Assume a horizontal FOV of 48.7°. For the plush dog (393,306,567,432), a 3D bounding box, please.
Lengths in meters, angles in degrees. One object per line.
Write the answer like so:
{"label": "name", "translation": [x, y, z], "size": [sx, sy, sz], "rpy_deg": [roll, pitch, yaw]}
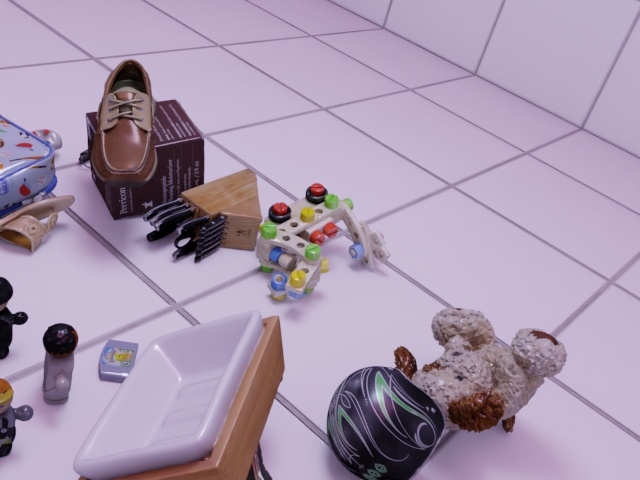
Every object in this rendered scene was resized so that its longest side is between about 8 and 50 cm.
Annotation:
{"label": "plush dog", "translation": [0.245, 0.241, 1.176], "size": [0.225, 0.211, 0.262], "rpy_deg": [-8, 14, -34]}

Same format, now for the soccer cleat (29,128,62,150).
{"label": "soccer cleat", "translation": [-0.670, -0.215, 1.557], "size": [0.196, 0.068, 0.076], "rpy_deg": [1, -9, -3]}

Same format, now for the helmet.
{"label": "helmet", "translation": [0.088, 0.277, 1.073], "size": [0.161, 0.169, 0.169], "rpy_deg": [40, 35, 4]}

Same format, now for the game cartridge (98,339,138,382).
{"label": "game cartridge", "translation": [-0.327, 0.192, 1.138], "size": [0.056, 0.017, 0.083], "rpy_deg": [7, 33, -10]}

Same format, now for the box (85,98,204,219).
{"label": "box", "translation": [-0.369, -0.175, 1.499], "size": [0.203, 0.169, 0.167], "rpy_deg": [-16, 47, -26]}

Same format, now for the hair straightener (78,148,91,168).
{"label": "hair straightener", "translation": [-0.481, -0.223, 1.663], "size": [0.089, 0.047, 0.230], "rpy_deg": [23, 33, 9]}

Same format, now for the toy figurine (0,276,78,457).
{"label": "toy figurine", "translation": [-0.459, 0.170, 0.985], "size": [0.209, 0.148, 0.213], "rpy_deg": [26, 33, 14]}

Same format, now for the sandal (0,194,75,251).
{"label": "sandal", "translation": [-0.558, -0.010, 1.303], "size": [0.240, 0.088, 0.079], "rpy_deg": [-20, 79, -35]}

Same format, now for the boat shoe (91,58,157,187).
{"label": "boat shoe", "translation": [-0.374, -0.232, 1.343], "size": [0.122, 0.120, 0.324], "rpy_deg": [-2, 44, -13]}

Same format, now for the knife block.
{"label": "knife block", "translation": [-0.251, -0.064, 1.493], "size": [0.242, 0.088, 0.276], "rpy_deg": [8, 34, -15]}

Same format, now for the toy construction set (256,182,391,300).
{"label": "toy construction set", "translation": [0.000, 0.000, 1.456], "size": [0.327, 0.151, 0.215], "rpy_deg": [-18, 47, -42]}

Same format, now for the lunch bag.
{"label": "lunch bag", "translation": [-0.675, -0.157, 1.387], "size": [0.303, 0.115, 0.243], "rpy_deg": [31, 43, 20]}

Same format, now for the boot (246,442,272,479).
{"label": "boot", "translation": [-0.149, 0.322, 0.979], "size": [0.137, 0.077, 0.198], "rpy_deg": [-7, 38, -25]}

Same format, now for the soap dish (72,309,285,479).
{"label": "soap dish", "translation": [-0.177, 0.235, 0.968], "size": [0.228, 0.118, 0.291], "rpy_deg": [-18, 25, 22]}
